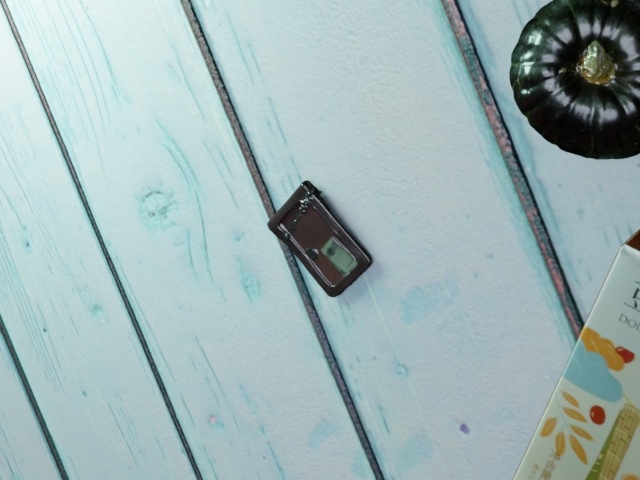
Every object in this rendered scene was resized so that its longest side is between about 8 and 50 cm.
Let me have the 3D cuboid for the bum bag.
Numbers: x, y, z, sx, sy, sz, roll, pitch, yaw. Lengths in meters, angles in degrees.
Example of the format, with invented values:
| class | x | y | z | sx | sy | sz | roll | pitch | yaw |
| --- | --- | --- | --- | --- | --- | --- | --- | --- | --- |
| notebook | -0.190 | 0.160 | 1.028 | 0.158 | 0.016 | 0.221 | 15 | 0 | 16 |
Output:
| class | x | y | z | sx | sy | sz | roll | pitch | yaw |
| --- | --- | --- | --- | --- | --- | --- | --- | --- | --- |
| bum bag | 0.000 | 0.000 | 1.377 | 0.159 | 0.026 | 0.109 | 50 | 127 | 6 |

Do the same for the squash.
| class | x | y | z | sx | sy | sz | roll | pitch | yaw |
| --- | --- | --- | --- | --- | --- | --- | --- | --- | --- |
| squash | 0.304 | -0.180 | 1.015 | 0.193 | 0.156 | 0.193 | 5 | 117 | 10 |

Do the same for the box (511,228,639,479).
| class | x | y | z | sx | sy | sz | roll | pitch | yaw |
| --- | --- | --- | --- | --- | --- | --- | --- | --- | --- |
| box | 0.441 | 0.229 | 1.062 | 0.344 | 0.122 | 0.385 | 30 | 120 | 25 |
